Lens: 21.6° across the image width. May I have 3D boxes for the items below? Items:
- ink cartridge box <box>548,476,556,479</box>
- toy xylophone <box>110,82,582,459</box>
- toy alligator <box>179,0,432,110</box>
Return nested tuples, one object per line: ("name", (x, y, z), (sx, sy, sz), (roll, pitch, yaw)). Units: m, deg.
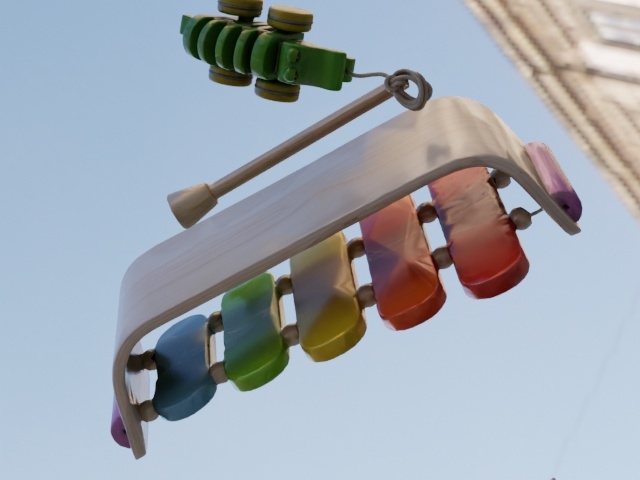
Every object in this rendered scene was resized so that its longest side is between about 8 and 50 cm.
("ink cartridge box", (0.154, 0.199, 1.211), (0.048, 0.028, 0.083), (-37, -9, -16))
("toy xylophone", (0.000, 0.000, 1.046), (0.081, 0.323, 0.236), (60, -164, -21))
("toy alligator", (-0.023, -0.112, 1.025), (0.051, 0.190, 0.056), (-14, -62, -54))
